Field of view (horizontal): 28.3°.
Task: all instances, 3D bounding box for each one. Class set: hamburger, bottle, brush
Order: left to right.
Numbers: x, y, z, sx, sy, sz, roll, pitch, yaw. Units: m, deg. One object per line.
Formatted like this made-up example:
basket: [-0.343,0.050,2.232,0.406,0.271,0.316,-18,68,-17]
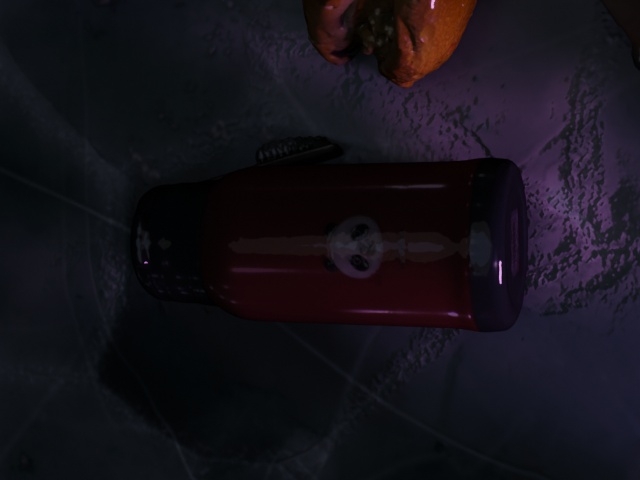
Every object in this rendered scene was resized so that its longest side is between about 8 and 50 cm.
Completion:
brush: [-0.073,-0.066,1.149,0.190,0.034,0.028,-16,81,17]
bottle: [0.000,0.000,1.076,0.336,0.144,0.144,1,95,17]
hamburger: [0.073,-0.265,1.026,0.144,0.156,0.283,25,103,14]

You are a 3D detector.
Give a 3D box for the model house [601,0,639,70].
model house: [0.397,-0.197,0.913,0.312,0.245,0.280,-32,109,37]
